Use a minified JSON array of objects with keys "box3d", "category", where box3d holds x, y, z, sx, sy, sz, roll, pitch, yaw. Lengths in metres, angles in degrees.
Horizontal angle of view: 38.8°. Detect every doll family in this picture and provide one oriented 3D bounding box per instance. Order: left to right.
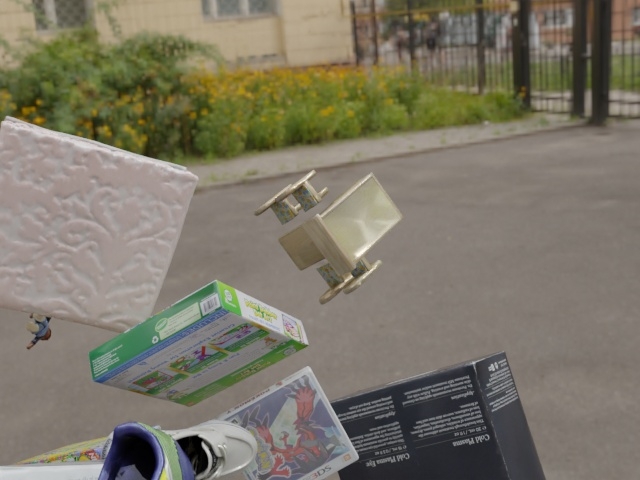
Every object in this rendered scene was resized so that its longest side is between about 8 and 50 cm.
[{"box3d":[-0.486,0.108,1.657,0.193,0.076,0.111,-49,0,-19],"category":"doll family"}]

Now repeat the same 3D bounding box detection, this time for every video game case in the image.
[{"box3d":[-0.056,0.333,1.513,0.183,0.201,0.023,-29,23,-4],"category":"video game case"}]

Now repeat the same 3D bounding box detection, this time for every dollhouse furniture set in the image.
[{"box3d":[0.000,0.000,1.580,0.161,0.212,0.242,-41,8,-39],"category":"dollhouse furniture set"}]

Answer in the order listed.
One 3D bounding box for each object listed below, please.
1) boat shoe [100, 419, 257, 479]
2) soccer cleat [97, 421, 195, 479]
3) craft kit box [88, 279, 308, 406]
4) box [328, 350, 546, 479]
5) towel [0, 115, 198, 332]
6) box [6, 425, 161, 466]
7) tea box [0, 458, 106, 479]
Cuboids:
[{"box3d":[-0.177,0.305,1.287,0.088,0.096,0.267,8,-8,43],"category":"boat shoe"},{"box3d":[-0.178,0.286,0.747,0.093,0.121,0.289,-6,47,19],"category":"soccer cleat"},{"box3d":[-0.184,0.170,1.418,0.250,0.061,0.246,-29,-33,17],"category":"craft kit box"},{"box3d":[0.215,0.409,1.718,0.343,0.312,0.179,-20,-9,28],"category":"box"},{"box3d":[-0.404,-0.014,1.497,0.332,0.317,0.053,16,16,-24],"category":"towel"},{"box3d":[-0.428,0.539,1.761,0.279,0.290,0.177,-19,-6,33],"category":"box"},{"box3d":[-0.319,0.399,0.949,0.220,0.323,0.329,-8,-13,19],"category":"tea box"}]
